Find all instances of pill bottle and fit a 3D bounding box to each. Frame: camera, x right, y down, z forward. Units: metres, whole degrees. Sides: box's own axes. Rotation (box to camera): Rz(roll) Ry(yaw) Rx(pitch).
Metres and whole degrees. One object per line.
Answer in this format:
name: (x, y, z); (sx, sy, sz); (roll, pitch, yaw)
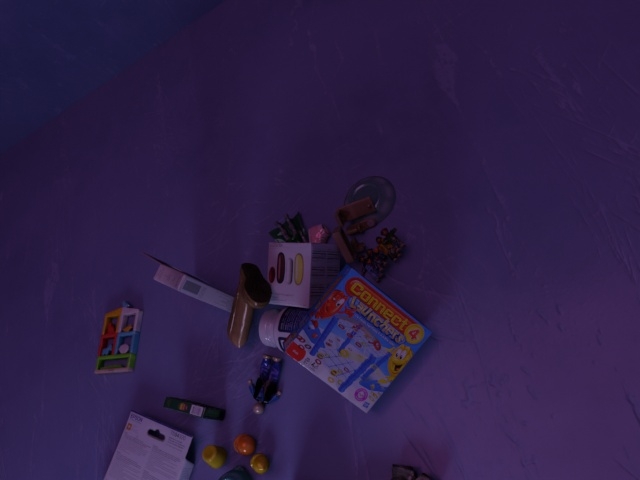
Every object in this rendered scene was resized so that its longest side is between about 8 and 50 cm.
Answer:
pill bottle: (-0.054, 0.287, 1.714); (0.265, 0.153, 0.153); (1, 69, 30)

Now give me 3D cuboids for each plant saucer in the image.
plant saucer: (0.161, -0.143, 1.856); (0.195, 0.037, 0.194); (-12, 63, 24)

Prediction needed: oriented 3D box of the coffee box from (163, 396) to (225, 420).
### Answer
coffee box: (-0.428, 0.569, 1.829); (0.184, 0.113, 0.040); (2, 71, 32)

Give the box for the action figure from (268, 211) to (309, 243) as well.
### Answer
action figure: (-0.086, 0.009, 1.919); (0.137, 0.063, 0.232); (-38, 58, 6)

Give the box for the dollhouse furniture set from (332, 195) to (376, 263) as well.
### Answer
dollhouse furniture set: (0.124, -0.036, 1.759); (0.123, 0.144, 0.151); (-20, 19, 21)

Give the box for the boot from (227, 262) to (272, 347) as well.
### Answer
boot: (-0.240, 0.242, 1.785); (0.236, 0.089, 0.269); (-115, 38, -59)

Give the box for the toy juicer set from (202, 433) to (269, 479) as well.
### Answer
toy juicer set: (-0.237, 0.757, 1.658); (0.209, 0.089, 0.329); (-26, 49, 3)

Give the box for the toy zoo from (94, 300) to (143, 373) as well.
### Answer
toy zoo: (-0.811, 0.387, 2.181); (0.192, 0.030, 0.293); (-11, 63, 26)

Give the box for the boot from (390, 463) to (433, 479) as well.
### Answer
boot: (0.186, 0.683, 1.455); (0.247, 0.083, 0.161); (5, 65, 26)

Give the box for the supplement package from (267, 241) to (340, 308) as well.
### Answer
supplement package: (-0.056, 0.110, 1.748); (0.194, 0.149, 0.203); (-1, 86, 41)

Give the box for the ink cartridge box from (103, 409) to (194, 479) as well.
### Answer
ink cartridge box: (-0.589, 0.791, 1.850); (0.324, 0.071, 0.330); (8, 70, 33)

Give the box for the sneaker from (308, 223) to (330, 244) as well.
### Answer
sneaker: (0.000, 0.000, 1.874); (0.070, 0.051, 0.134); (-26, 53, 24)

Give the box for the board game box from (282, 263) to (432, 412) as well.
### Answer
board game box: (0.104, 0.280, 1.552); (0.308, 0.086, 0.302); (38, 91, -9)

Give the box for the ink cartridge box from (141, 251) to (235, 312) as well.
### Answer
ink cartridge box: (-0.476, 0.153, 1.930); (0.261, 0.296, 0.066); (19, 79, 35)

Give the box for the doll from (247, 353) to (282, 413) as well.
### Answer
doll: (-0.184, 0.473, 1.771); (0.129, 0.046, 0.188); (9, 79, 23)

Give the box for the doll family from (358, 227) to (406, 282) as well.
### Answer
doll family: (0.190, 0.043, 1.734); (0.193, 0.076, 0.111); (-48, 59, 7)
